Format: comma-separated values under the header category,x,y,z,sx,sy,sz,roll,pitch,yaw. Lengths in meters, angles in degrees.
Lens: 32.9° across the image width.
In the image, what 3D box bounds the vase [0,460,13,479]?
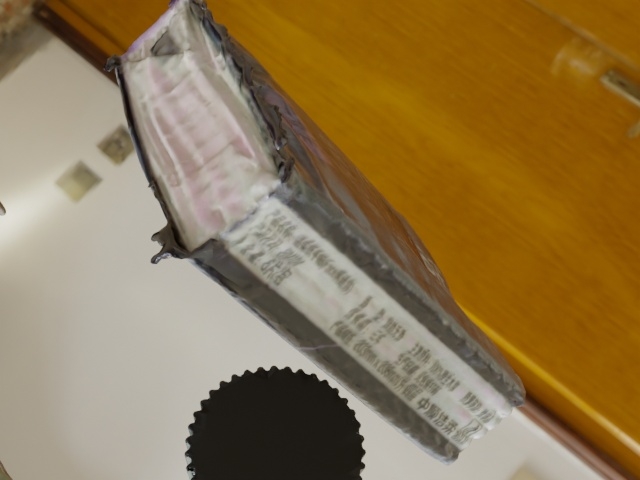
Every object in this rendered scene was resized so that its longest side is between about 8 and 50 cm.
category,x,y,z,sx,sy,sz,roll,pitch,yaw
vase,-0.284,0.362,1.152,0.165,0.360,0.165,-42,153,-27

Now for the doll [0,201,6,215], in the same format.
category,x,y,z,sx,sy,sz,roll,pitch,yaw
doll,-0.658,-0.049,1.513,0.370,0.215,0.226,-28,107,-29

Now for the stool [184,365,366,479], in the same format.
category,x,y,z,sx,sy,sz,roll,pitch,yaw
stool,-0.085,0.416,1.897,0.297,0.297,0.330,-41,162,-24

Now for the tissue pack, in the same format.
category,x,y,z,sx,sy,sz,roll,pitch,yaw
tissue pack,0.000,0.000,0.853,0.122,0.259,0.361,-38,132,10
